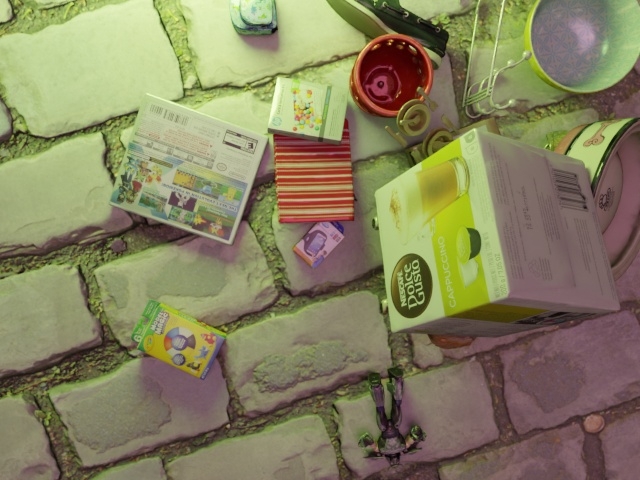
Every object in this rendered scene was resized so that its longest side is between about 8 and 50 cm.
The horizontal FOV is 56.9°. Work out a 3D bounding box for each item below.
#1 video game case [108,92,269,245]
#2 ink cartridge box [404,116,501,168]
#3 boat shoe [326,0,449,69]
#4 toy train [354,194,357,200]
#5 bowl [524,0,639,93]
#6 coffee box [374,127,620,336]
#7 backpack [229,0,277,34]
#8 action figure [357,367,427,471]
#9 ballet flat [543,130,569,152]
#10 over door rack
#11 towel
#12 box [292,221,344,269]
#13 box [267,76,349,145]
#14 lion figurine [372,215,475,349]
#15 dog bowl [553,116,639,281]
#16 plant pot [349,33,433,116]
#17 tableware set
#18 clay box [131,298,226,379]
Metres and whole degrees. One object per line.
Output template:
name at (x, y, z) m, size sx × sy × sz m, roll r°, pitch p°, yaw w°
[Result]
video game case at (-0.334, -0.178, 1.509) m, size 0.329 × 0.036 × 0.300 m, roll 19°, pitch 93°, yaw -7°
ink cartridge box at (0.363, -0.189, 1.534) m, size 0.235 × 0.088 × 0.193 m, roll -22°, pitch 95°, yaw -3°
boat shoe at (0.175, -0.559, 1.468) m, size 0.340 × 0.127 × 0.113 m, roll 28°, pitch 90°, yaw -6°
toy train at (0.027, -0.142, 1.543) m, size 0.158 × 0.027 × 0.036 m, roll 34°, pitch 95°, yaw -6°
bowl at (0.635, -0.505, 1.491) m, size 0.289 × 0.156 × 0.289 m, roll 0°, pitch 95°, yaw -4°
coffee box at (0.358, 0.012, 1.269) m, size 0.338 × 0.334 × 0.337 m, roll 7°, pitch 68°, yaw -32°
backpack at (-0.167, -0.567, 1.461) m, size 0.114 × 0.084 × 0.105 m, roll -4°, pitch 93°, yaw -1°
action figure at (0.184, 0.491, 1.579) m, size 0.185 × 0.099 × 0.285 m, roll -10°, pitch 100°, yaw -12°
ballet flat at (0.588, -0.121, 1.554) m, size 0.123 × 0.123 × 0.348 m, roll 16°, pitch 94°, yaw -6°
over door rack at (0.419, -0.472, 1.435) m, size 0.108 × 0.239 × 0.324 m, roll -4°, pitch 96°, yaw -2°
towel at (-0.018, -0.179, 1.505) m, size 0.199 × 0.031 × 0.275 m, roll -3°, pitch 82°, yaw -4°
box at (0.000, 0.000, 1.554) m, size 0.081 × 0.028 × 0.136 m, roll 43°, pitch 93°, yaw -6°
box at (-0.030, -0.327, 1.492) m, size 0.186 × 0.038 × 0.145 m, roll 10°, pitch 76°, yaw -1°
lion figurine at (0.267, 0.078, 1.466) m, size 0.240 × 0.142 × 0.392 m, roll -3°, pitch 89°, yaw -11°
dog bowl at (0.679, -0.105, 1.447) m, size 0.408 × 0.150 × 0.408 m, roll -17°, pitch 116°, yaw -39°
plant pot at (0.166, -0.393, 1.456) m, size 0.191 × 0.174 × 0.191 m, roll 0°, pitch 95°, yaw -4°
tableware set at (0.258, -0.257, 1.409) m, size 0.194 × 0.039 × 0.128 m, roll 35°, pitch 97°, yaw -37°
clay box at (-0.373, 0.256, 1.536) m, size 0.222 × 0.053 × 0.127 m, roll 26°, pitch 92°, yaw -7°
